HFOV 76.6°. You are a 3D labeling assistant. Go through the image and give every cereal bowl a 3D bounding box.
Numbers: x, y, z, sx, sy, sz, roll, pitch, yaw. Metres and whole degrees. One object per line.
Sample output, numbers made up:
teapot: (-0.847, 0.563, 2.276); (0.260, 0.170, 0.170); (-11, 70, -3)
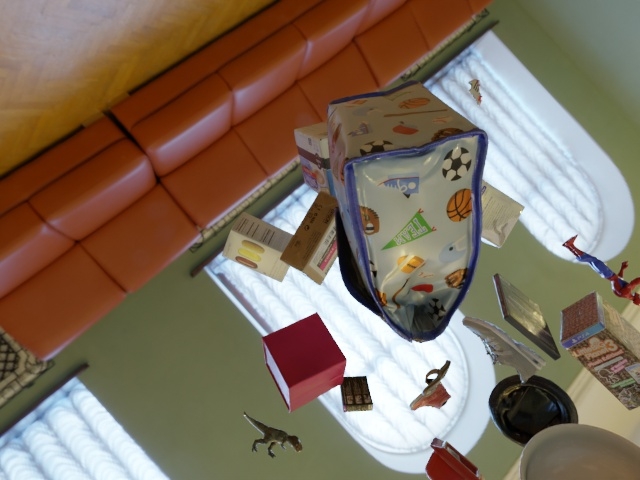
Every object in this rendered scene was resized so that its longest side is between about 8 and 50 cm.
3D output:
cereal bowl: (0.692, 0.655, 1.024); (0.338, 0.141, 0.339); (-13, -151, 8)

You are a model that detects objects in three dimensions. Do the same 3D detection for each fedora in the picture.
fedora: (0.847, 0.656, 1.612); (0.152, 0.334, 0.334); (-19, 161, -51)

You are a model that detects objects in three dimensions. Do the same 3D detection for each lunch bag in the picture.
lunch bag: (0.139, -0.049, 0.753); (0.238, 0.386, 0.328); (-12, -146, 5)

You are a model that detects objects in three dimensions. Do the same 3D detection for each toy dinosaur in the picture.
toy dinosaur: (-0.204, 0.784, 1.597); (0.064, 0.268, 0.118); (58, 57, -85)

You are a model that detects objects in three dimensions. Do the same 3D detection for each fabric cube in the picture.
fabric cube: (-0.070, 0.505, 1.687); (0.258, 0.254, 0.259); (-22, 143, -21)

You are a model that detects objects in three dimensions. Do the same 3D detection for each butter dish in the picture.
butter dish: (0.323, 0.598, 1.023); (0.118, 0.160, 0.160); (-53, 153, 0)

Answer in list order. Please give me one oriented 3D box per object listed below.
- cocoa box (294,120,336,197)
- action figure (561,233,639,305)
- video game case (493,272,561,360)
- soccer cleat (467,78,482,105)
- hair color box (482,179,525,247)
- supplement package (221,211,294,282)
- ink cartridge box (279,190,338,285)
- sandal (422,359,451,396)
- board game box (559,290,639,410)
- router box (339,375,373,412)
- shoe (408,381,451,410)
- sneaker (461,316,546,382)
cocoa box: (0.071, -0.298, 1.461); (0.231, 0.228, 0.347); (-17, -156, -13)
action figure: (0.938, 0.074, 1.293); (0.139, 0.280, 0.091); (-41, 163, 12)
video game case: (0.639, 0.228, 1.273); (0.026, 0.196, 0.274); (-50, -178, 28)
soccer cleat: (0.464, -0.443, 1.217); (0.035, 0.083, 0.029); (-8, 177, 10)
hair color box: (0.574, -0.133, 1.538); (0.185, 0.338, 0.110); (-60, -166, 4)
supplement package: (-0.215, 0.025, 1.494); (0.134, 0.244, 0.139); (-73, -172, -56)
ink cartridge box: (0.000, 0.000, 1.208); (0.235, 0.088, 0.193); (-60, 156, -8)
sandal: (0.368, 0.440, 1.311); (0.180, 0.049, 0.072); (-30, 141, -44)
board game box: (0.967, 0.356, 1.346); (0.141, 0.291, 0.232); (-50, 171, 35)
router box: (0.159, 0.695, 1.844); (0.133, 0.046, 0.179); (-1, -156, -3)
shoe: (0.416, 0.615, 1.541); (0.063, 0.081, 0.178); (9, 125, -48)
sneaker: (0.591, 0.359, 1.353); (0.115, 0.281, 0.105); (-57, 155, 4)
